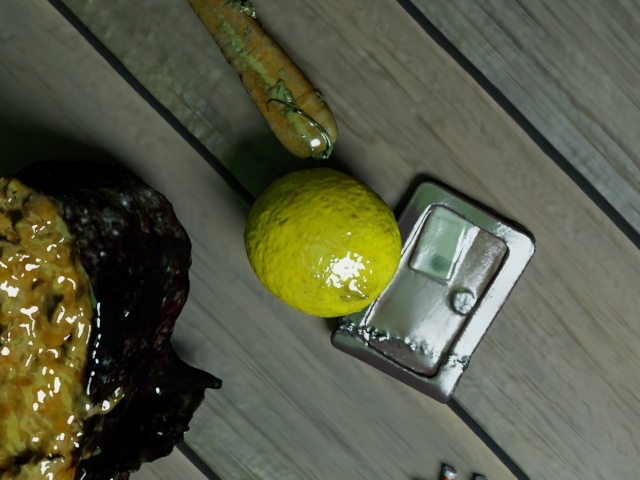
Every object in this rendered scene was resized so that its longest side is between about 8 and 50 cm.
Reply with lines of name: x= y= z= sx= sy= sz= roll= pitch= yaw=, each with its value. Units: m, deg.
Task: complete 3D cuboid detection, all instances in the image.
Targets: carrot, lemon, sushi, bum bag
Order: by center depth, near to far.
carrot: x=-0.069 y=-0.162 z=1.192 sx=0.049 sy=0.049 sz=0.254 roll=-36 pitch=96 yaw=20
lemon: x=0.000 y=0.000 z=1.199 sx=0.133 sy=0.109 sz=0.109 roll=40 pitch=117 yaw=32
sushi: x=-0.212 y=0.111 z=1.232 sx=0.234 sy=0.207 sz=0.348 roll=21 pitch=110 yaw=10
bum bag: x=0.087 y=0.039 z=1.245 sx=0.109 sy=0.026 sz=0.159 roll=29 pitch=107 yaw=-1

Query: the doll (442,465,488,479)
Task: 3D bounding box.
doll: x=0.101 y=0.240 z=1.305 sx=0.057 sy=0.039 sz=0.114 roll=10 pitch=100 yaw=-27
